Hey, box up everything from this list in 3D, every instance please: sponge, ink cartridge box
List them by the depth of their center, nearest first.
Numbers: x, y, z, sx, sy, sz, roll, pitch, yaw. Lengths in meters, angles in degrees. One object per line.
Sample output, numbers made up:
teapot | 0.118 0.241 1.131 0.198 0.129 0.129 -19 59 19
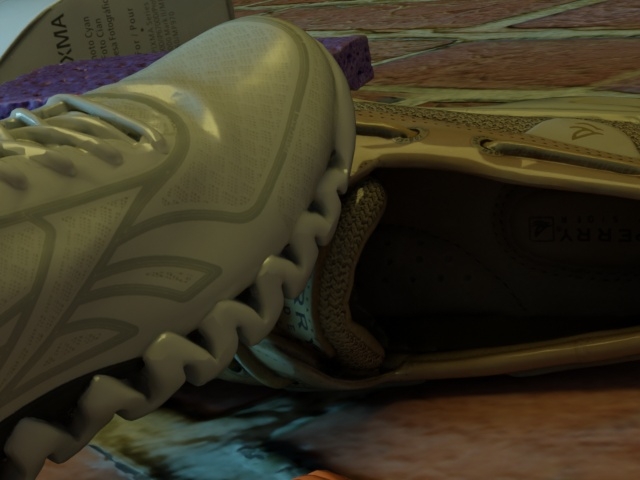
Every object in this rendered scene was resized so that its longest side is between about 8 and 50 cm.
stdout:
sponge | -0.085 -0.085 0.807 0.210 0.031 0.117 -4 18 18
ink cartridge box | -0.308 -0.145 1.148 0.385 0.091 0.308 -17 14 -35

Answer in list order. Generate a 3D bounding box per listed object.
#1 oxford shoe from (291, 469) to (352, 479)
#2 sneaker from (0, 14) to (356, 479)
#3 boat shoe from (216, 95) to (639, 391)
oxford shoe | 0.020 0.124 0.136 0.132 0.130 0.364 23 8 -1
sneaker | -0.096 0.005 0.440 0.110 0.118 0.292 18 50 39
boat shoe | 0.000 0.000 0.557 0.341 0.122 0.110 -6 14 12
